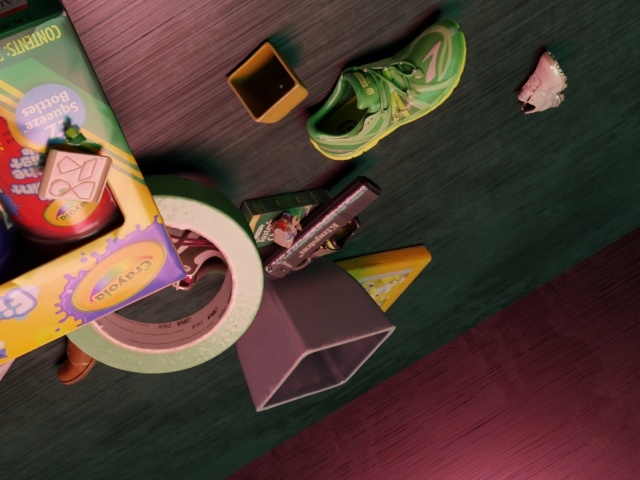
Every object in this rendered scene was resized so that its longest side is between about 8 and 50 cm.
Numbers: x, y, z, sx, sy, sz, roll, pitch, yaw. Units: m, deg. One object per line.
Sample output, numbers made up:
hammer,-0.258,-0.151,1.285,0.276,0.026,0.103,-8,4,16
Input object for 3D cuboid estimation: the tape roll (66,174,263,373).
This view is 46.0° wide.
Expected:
tape roll,-0.252,0.058,1.174,0.322,0.077,0.321,-6,120,-10

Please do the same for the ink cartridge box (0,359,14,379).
ink cartridge box,-0.643,0.275,1.190,0.289,0.121,0.211,-48,-179,32

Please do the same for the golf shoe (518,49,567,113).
golf shoe,0.431,-0.300,1.478,0.086,0.069,0.176,-26,155,4

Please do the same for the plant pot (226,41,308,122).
plant pot,-0.065,-0.215,1.067,0.081,0.081,0.083,-39,164,16

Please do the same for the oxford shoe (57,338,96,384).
oxford shoe,-0.459,0.205,1.447,0.076,0.076,0.212,29,124,-28

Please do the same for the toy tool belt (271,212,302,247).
toy tool belt,-0.060,-0.028,1.369,0.051,0.052,0.083,-56,168,-29

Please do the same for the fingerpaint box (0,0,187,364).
fingerpaint box,-0.417,-0.028,0.798,0.445,0.163,0.371,-25,136,-11

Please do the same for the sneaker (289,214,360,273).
sneaker,0.000,0.000,1.526,0.188,0.067,0.078,-33,-166,-7

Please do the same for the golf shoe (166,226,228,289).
golf shoe,-0.262,0.024,1.246,0.273,0.120,0.105,-13,152,-31

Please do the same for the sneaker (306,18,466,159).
sneaker,0.103,-0.232,1.181,0.296,0.109,0.123,-39,158,17

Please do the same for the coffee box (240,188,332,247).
coffee box,-0.076,-0.039,1.425,0.184,0.040,0.113,-11,149,-36

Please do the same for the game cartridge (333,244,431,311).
game cartridge,0.094,0.132,1.925,0.324,0.052,0.285,-11,148,-39

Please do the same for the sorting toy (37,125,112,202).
sorting toy,-0.240,-0.075,0.747,0.062,0.012,0.083,7,124,-34

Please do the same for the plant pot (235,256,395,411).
plant pot,-0.045,0.169,1.597,0.248,0.252,0.247,-10,149,-38

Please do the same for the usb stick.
usb stick,-0.004,-0.023,1.432,0.278,0.045,0.077,-40,155,16
